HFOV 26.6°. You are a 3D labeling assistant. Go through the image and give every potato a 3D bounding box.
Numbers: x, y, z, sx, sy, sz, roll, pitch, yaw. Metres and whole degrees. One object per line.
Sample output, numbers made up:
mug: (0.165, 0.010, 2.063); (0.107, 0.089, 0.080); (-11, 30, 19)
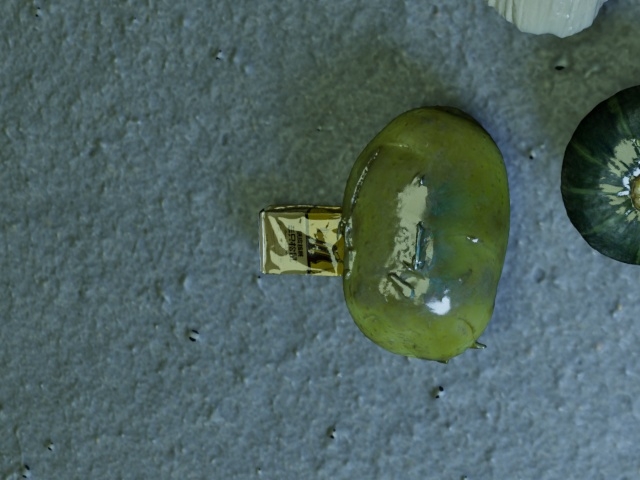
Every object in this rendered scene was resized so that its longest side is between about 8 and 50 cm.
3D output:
potato: (0.100, -0.007, 1.309); (0.169, 0.143, 0.248); (7, 100, -10)

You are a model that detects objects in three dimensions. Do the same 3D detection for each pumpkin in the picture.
pumpkin: (0.300, -0.058, 1.209); (0.167, 0.125, 0.167); (7, 107, 25)

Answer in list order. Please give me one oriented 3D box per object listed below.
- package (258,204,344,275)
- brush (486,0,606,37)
package: (0.000, 0.000, 1.419); (0.131, 0.047, 0.071); (0, 101, 18)
brush: (0.230, -0.323, 1.168); (0.174, 0.166, 0.266); (37, 83, 20)
